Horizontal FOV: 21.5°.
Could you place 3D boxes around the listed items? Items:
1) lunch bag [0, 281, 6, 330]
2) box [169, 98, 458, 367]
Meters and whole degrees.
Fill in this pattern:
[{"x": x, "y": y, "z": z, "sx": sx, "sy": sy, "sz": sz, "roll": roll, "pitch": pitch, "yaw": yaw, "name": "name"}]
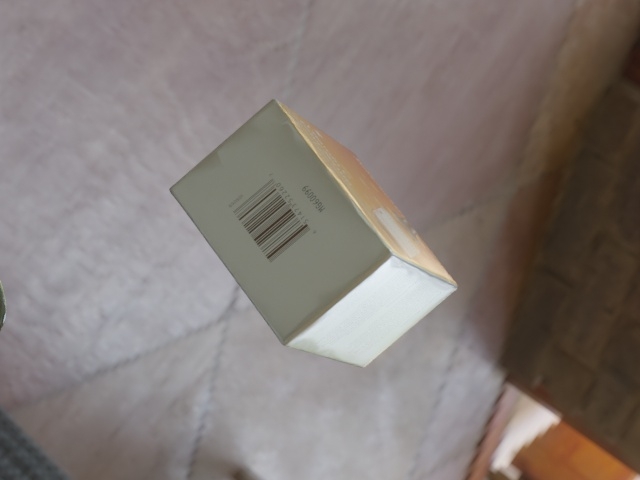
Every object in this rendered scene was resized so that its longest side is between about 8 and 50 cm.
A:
[{"x": -0.378, "y": 0.044, "z": 1.123, "sx": 0.305, "sy": 0.212, "sz": 0.256, "roll": -28, "pitch": -176, "yaw": -23, "name": "lunch bag"}, {"x": 0.000, "y": 0.000, "z": 1.100, "sx": 0.091, "sy": 0.130, "sz": 0.170, "roll": -41, "pitch": 162, "yaw": 9, "name": "box"}]
